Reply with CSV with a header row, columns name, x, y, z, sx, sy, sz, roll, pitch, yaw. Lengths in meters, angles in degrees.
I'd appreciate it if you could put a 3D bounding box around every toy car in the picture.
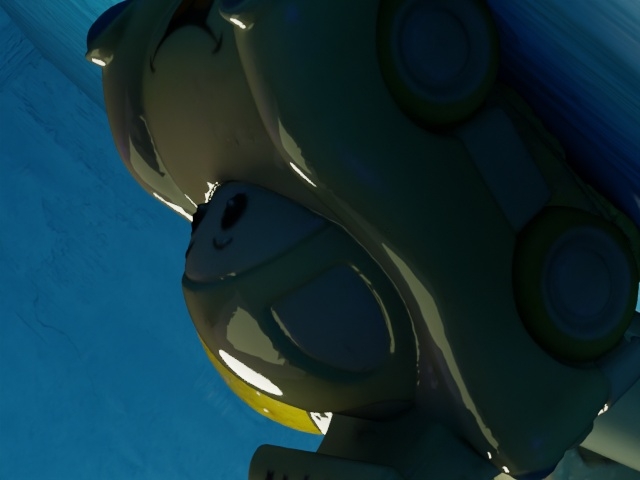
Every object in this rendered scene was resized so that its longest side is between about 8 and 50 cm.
name,x,y,z,sx,sy,sz,roll,pitch,yaw
toy car,0.000,0.000,1.014,0.336,0.226,0.242,56,156,-17

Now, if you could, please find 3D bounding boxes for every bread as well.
name,x,y,z,sx,sy,sz,roll,pitch,yaw
bread,0.098,-0.060,1.175,0.301,0.045,0.301,41,176,4

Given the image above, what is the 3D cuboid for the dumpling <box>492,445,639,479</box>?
name,x,y,z,sx,sy,sz,roll,pitch,yaw
dumpling,0.190,0.212,1.535,0.315,0.233,0.395,37,174,43

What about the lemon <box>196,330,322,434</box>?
name,x,y,z,sx,sy,sz,roll,pitch,yaw
lemon,0.001,0.066,1.792,0.267,0.267,0.267,43,175,5

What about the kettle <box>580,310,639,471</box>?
name,x,y,z,sx,sy,sz,roll,pitch,yaw
kettle,0.201,0.105,1.164,0.148,0.098,0.127,26,138,-9
